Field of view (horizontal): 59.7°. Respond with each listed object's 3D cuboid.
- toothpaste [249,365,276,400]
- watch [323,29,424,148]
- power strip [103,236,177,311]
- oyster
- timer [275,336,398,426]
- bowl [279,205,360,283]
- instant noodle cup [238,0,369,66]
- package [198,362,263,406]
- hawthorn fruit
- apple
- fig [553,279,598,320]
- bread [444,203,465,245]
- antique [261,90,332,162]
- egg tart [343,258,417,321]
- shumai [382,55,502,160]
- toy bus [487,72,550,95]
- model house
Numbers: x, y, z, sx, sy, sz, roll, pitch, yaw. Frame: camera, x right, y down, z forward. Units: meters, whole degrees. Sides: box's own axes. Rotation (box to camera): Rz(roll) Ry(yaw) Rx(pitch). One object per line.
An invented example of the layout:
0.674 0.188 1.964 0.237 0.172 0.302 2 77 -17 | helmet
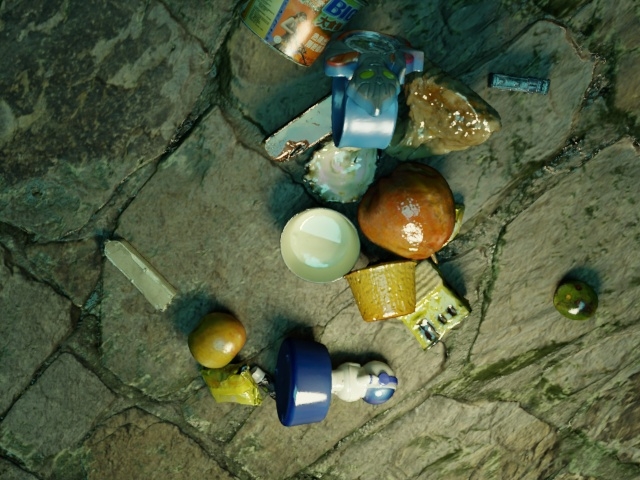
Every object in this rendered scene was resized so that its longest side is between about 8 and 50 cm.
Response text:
-0.158 0.498 1.880 0.071 0.045 0.193 -37 108 22 | toothpaste
0.116 -0.336 1.363 0.241 0.305 0.275 3 137 -6 | watch
-0.572 0.101 1.760 0.080 0.048 0.286 -40 102 11 | power strip
0.074 -0.227 1.606 0.198 0.092 0.260 38 110 0 | oyster
0.062 0.450 1.768 0.383 0.270 0.271 5 109 -13 | timer
0.000 0.000 1.665 0.237 0.126 0.238 0 108 1 | bowl
-0.055 -0.592 1.406 0.296 0.296 0.214 35 114 -9 | instant noodle cup
-0.295 0.469 1.832 0.226 0.090 0.168 -8 111 32 | package
0.262 -0.064 1.555 0.276 0.277 0.298 -31 96 11 | hawthorn fruit
-0.328 0.311 1.757 0.155 0.182 0.182 41 105 -3 | apple
0.798 0.190 1.721 0.156 0.123 0.123 20 113 -45 | fig
0.370 -0.051 1.666 0.157 0.083 0.094 -44 90 15 | bread
-0.020 -0.329 1.580 0.309 0.087 0.093 -32 105 11 | antique
0.180 0.137 1.583 0.215 0.215 0.171 -12 78 6 | egg tart
0.295 -0.305 1.472 0.314 0.267 0.262 46 111 30 | shumai
0.547 -0.431 1.536 0.165 0.065 0.047 7 107 1 | toy bus
0.317 0.179 1.706 0.193 0.174 0.234 -43 82 15 | model house
